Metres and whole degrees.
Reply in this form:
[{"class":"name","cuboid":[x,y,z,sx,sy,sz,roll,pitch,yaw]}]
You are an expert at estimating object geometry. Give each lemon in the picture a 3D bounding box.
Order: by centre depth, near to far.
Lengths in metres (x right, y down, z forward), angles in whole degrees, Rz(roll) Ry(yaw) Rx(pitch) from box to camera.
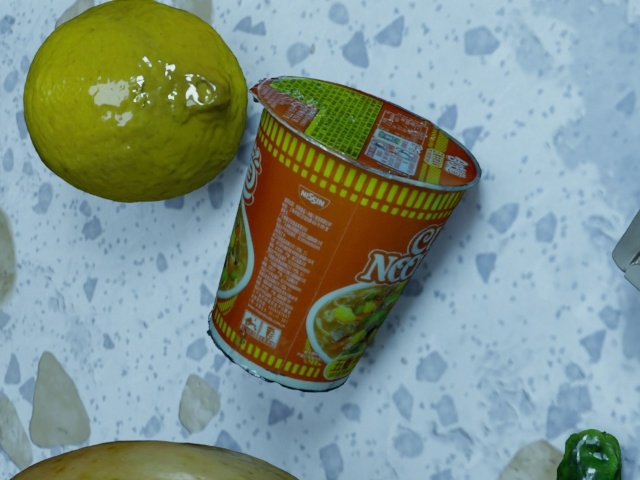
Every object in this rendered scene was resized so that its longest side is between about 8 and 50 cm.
[{"class":"lemon","cuboid":[-0.171,-0.126,1.123,0.257,0.188,0.188,5,89,42]}]

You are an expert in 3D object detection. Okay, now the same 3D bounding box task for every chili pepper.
[{"class":"chili pepper","cuboid":[0.218,0.221,0.873,0.073,0.050,0.182,-40,65,21]}]

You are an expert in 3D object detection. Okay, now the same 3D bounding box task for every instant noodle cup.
[{"class":"instant noodle cup","cuboid":[0.000,0.000,0.994,0.193,0.193,0.212,39,117,34]}]

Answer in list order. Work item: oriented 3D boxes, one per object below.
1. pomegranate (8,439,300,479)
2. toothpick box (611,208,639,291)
[{"class":"pomegranate","cuboid":[-0.102,0.339,0.928,0.410,0.410,0.410,-4,83,38]},{"class":"toothpick box","cuboid":[0.285,-0.032,0.807,0.111,0.111,0.180,42,109,33]}]
